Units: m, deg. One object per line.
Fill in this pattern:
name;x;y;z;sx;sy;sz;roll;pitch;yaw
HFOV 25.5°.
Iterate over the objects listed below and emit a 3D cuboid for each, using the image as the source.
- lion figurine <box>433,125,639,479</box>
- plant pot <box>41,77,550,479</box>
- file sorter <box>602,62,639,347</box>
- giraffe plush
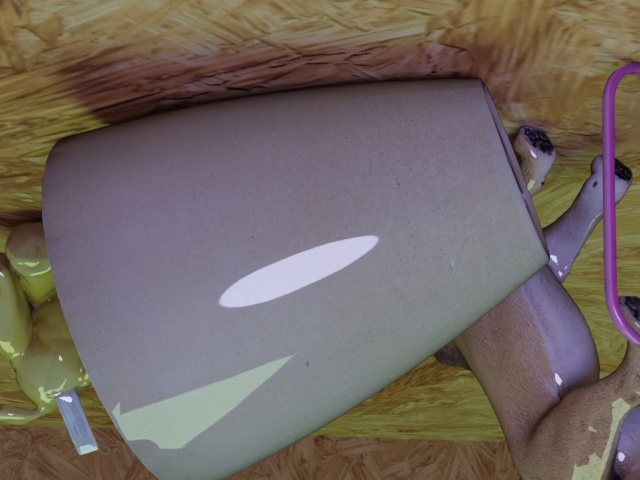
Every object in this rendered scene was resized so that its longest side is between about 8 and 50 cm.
lion figurine;0.162;0.082;1.035;0.142;0.392;0.240;12;129;-29
plant pot;0.000;0.000;0.932;0.274;0.256;0.256;-22;160;11
file sorter;0.314;-0.043;0.790;0.182;0.202;0.291;12;161;-28
giraffe plush;-0.229;0.069;1.310;0.181;0.210;0.170;-3;-166;-2
